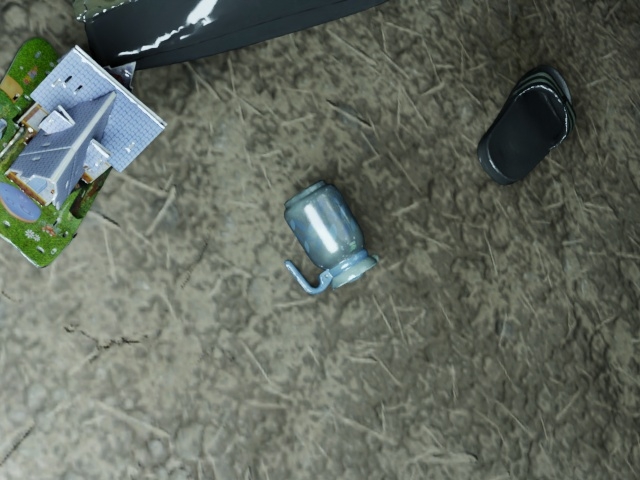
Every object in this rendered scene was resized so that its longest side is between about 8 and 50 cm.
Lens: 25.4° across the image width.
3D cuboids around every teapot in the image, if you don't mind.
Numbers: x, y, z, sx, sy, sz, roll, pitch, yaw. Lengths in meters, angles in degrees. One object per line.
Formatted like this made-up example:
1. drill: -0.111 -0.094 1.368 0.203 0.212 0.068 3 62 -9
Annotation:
1. teapot: 0.003 -0.002 1.127 0.063 0.049 0.083 -30 89 -45

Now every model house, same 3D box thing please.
1. model house: -0.178 -0.080 0.990 0.117 0.088 0.167 43 47 -14

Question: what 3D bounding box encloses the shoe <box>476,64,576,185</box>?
1. shoe: 0.212 -0.117 1.365 0.071 0.049 0.179 50 45 -8

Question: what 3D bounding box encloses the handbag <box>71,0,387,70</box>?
1. handbag: -0.105 -0.297 1.098 0.288 0.152 0.342 -30 86 -11
